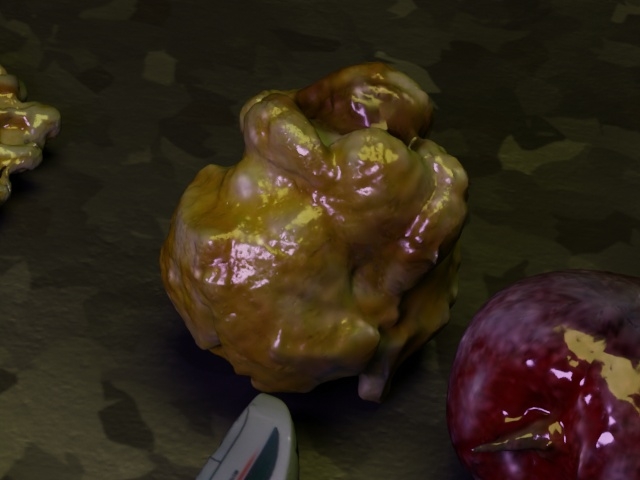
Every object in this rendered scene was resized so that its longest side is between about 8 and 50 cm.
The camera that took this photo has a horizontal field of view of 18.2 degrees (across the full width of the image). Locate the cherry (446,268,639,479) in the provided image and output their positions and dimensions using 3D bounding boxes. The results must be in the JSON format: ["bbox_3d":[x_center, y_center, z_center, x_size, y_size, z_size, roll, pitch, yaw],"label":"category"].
[{"bbox_3d":[0.224,0.124,1.541,0.230,0.203,0.300,24,32,29],"label":"cherry"}]

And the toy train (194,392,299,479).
[{"bbox_3d":[-0.083,0.249,1.411,0.088,0.086,0.407,18,39,13],"label":"toy train"}]

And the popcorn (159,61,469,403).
[{"bbox_3d":[-0.003,-0.006,1.618,0.225,0.276,0.276,33,44,20],"label":"popcorn"}]

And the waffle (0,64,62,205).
[{"bbox_3d":[-0.408,-0.103,1.806,0.317,0.073,0.297,31,48,15],"label":"waffle"}]
